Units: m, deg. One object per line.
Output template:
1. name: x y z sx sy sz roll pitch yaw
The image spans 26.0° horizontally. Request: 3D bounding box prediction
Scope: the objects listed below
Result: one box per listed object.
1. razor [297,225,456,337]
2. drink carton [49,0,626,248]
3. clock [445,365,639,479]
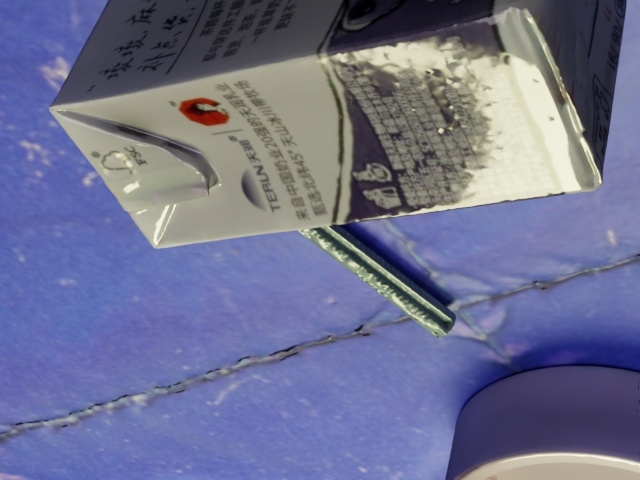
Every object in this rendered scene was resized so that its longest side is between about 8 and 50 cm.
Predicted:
1. razor: 0.000 -0.004 0.792 0.211 0.036 0.084 34 118 -29
2. drink carton: 0.010 -0.086 0.605 0.222 0.134 0.102 -7 137 26
3. clock: 0.180 0.165 0.902 0.197 0.068 0.197 10 141 8
